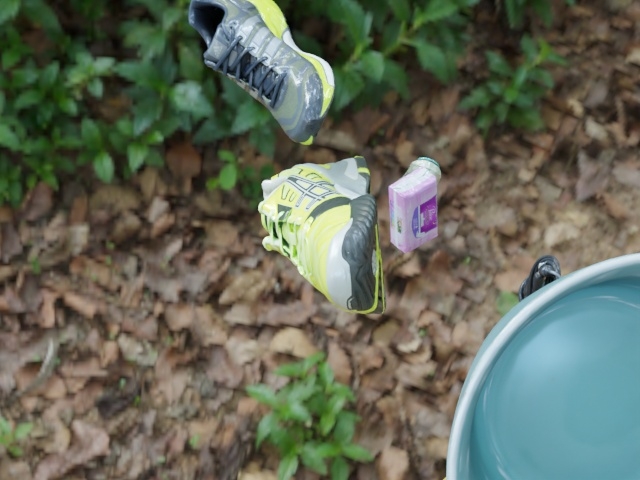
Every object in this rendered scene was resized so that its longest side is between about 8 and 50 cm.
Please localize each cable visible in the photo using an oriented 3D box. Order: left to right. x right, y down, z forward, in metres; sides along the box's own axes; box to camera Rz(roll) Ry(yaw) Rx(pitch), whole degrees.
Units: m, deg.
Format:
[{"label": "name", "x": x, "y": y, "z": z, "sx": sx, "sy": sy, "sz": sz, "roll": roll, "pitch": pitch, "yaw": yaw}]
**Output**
[{"label": "cable", "x": 0.291, "y": 0.114, "z": 1.768, "sx": 0.047, "sy": 0.185, "sz": 0.150, "roll": 3, "pitch": 11, "yaw": -9}]

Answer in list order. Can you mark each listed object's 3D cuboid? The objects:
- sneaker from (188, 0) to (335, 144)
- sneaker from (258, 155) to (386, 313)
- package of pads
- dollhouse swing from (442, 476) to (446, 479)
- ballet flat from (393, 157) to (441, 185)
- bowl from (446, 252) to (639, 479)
[{"label": "sneaker", "x": -0.083, "y": -0.224, "z": 1.706, "sx": 0.121, "sy": 0.111, "sz": 0.300, "roll": 4, "pitch": 33, "yaw": -36}, {"label": "sneaker", "x": 0.000, "y": 0.000, "z": 1.626, "sx": 0.147, "sy": 0.145, "sz": 0.385, "roll": -5, "pitch": 16, "yaw": -1}, {"label": "package of pads", "x": 0.099, "y": -0.033, "z": 1.401, "sx": 0.050, "sy": 0.083, "sz": 0.032, "roll": -28, "pitch": 46, "yaw": -24}, {"label": "dollhouse swing", "x": 0.294, "y": 0.382, "z": 1.557, "sx": 0.305, "sy": 0.347, "sz": 0.315, "roll": 34, "pitch": 26, "yaw": -21}, {"label": "ballet flat", "x": 0.121, "y": -0.059, "z": 1.763, "sx": 0.057, "sy": 0.168, "sz": 0.052, "roll": 19, "pitch": 70, "yaw": 2}, {"label": "bowl", "x": 0.232, "y": 0.145, "z": 1.023, "sx": 0.311, "sy": 0.312, "sz": 0.163, "roll": 3, "pitch": 11, "yaw": -8}]
